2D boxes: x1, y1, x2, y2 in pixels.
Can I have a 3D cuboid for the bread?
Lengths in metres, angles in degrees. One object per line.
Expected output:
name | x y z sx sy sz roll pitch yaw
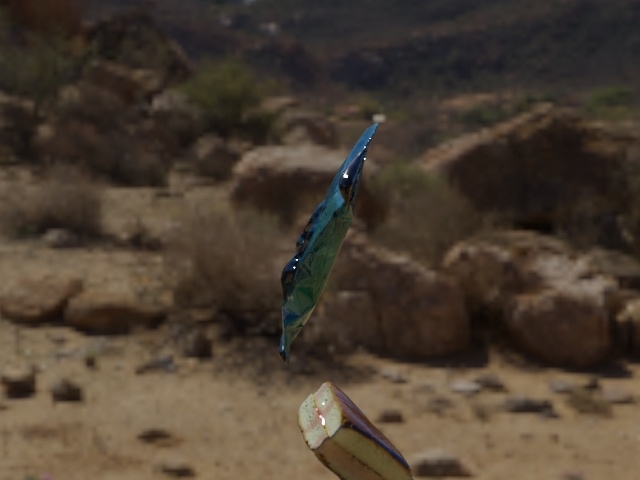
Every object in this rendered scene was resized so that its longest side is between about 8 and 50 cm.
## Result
bread | 0.019 0.151 1.185 0.109 0.043 0.062 46 10 22

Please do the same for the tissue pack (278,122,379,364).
tissue pack | 0.000 0.000 0.951 0.028 0.138 0.085 23 32 -4
